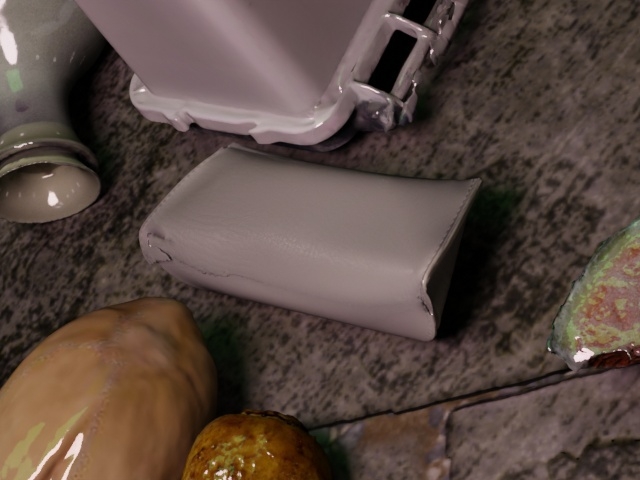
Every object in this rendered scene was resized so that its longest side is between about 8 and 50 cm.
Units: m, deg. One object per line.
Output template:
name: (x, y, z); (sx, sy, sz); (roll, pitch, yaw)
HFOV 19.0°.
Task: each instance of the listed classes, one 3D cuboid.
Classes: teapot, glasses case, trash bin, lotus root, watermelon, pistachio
teapot: (-0.270, -0.146, 1.760); (0.183, 0.183, 0.251); (-25, 60, 21)
glasses case: (0.001, -0.002, 1.502); (0.308, 0.083, 0.128); (12, 61, 42)
trash bin: (-0.081, -0.258, 1.541); (0.296, 0.368, 0.256); (14, 68, 42)
lotus root: (-0.055, 0.213, 1.380); (0.108, 0.094, 0.191); (11, 69, 9)
watermelon: (0.254, 0.049, 1.289); (0.187, 0.071, 0.139); (-40, 54, -3)
pistachio: (-0.181, 0.170, 1.451); (0.162, 0.181, 0.293); (28, 78, 6)
